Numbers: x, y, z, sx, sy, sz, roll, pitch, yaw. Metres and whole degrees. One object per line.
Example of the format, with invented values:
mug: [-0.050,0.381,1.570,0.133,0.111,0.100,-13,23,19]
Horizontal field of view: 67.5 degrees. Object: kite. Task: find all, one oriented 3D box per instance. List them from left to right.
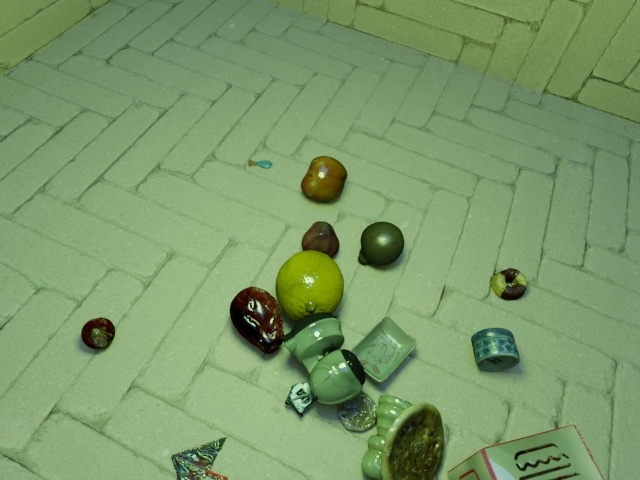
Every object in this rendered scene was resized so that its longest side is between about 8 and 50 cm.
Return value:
kite: [-0.359,0.674,1.429,0.189,0.009,0.232,21,55,9]

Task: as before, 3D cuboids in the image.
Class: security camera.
security camera: [0.026,0.390,1.541,0.191,0.197,0.277,-29,56,-3]

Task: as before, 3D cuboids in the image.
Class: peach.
peach: [0.000,0.000,1.870,0.152,0.152,0.151,3,54,-4]

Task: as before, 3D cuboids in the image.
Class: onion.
onion: [-0.742,0.311,1.601,0.107,0.097,0.107,12,71,-38]

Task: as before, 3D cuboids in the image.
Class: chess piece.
chess piece: [0.204,0.613,1.470,0.133,0.133,0.243,22,60,9]

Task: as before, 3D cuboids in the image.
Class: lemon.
lemon: [-0.038,0.161,1.685,0.268,0.267,0.267,3,54,-4]

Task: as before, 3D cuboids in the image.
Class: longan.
longan: [0.230,0.018,1.883,0.204,0.159,0.184,-43,43,11]

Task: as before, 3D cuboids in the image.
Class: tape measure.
tape measure: [-0.064,0.509,1.553,0.091,0.054,0.094,35,60,11]

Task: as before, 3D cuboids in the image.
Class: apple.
apple: [0.020,-0.258,2.033,0.196,0.195,0.195,3,54,-4]

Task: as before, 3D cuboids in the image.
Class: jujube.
jujube: [-0.210,0.273,1.645,0.168,0.168,0.236,-25,63,-22]

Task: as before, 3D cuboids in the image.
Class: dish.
dish: [0.213,0.384,1.659,0.151,0.077,0.212,40,60,19]

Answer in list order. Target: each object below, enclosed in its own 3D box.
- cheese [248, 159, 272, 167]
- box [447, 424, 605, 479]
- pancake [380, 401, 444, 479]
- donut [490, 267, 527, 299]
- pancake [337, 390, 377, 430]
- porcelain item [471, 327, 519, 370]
cheese: [-0.272,-0.348,2.168,0.111,0.017,0.047,4,51,-3]
box: [0.578,0.722,1.314,0.315,0.312,0.299,-8,54,-13]
pancake: [0.282,0.621,1.434,0.283,0.049,0.282,1,89,-36]
donut: [0.744,0.168,1.886,0.141,0.059,0.140,3,58,-4]
pancake: [0.119,0.553,1.560,0.140,0.022,0.139,3,55,-5]
porcelain item: [0.606,0.375,1.665,0.147,0.147,0.114,3,52,-4]
